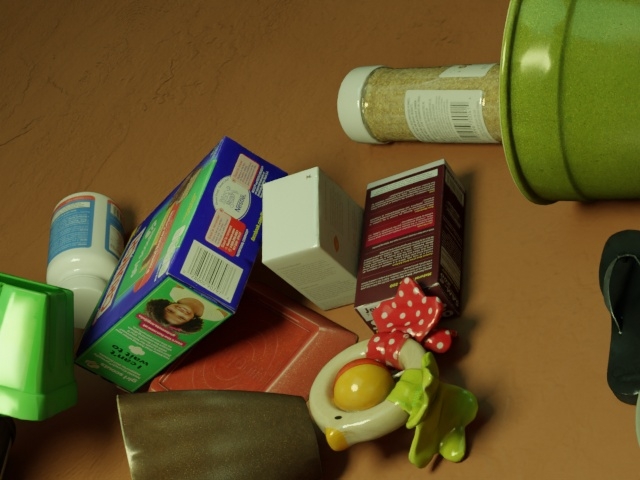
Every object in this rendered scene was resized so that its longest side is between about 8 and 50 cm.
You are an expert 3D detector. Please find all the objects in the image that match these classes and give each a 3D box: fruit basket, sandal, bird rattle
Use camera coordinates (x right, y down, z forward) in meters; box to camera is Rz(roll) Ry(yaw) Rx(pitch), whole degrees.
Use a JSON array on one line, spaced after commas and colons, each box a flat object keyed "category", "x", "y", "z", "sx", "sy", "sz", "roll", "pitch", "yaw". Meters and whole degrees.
[{"category": "fruit basket", "x": -0.536, "y": 0.211, "z": 1.912, "sx": 0.392, "sy": 0.392, "sz": 0.283, "roll": -36, "pitch": -2, "yaw": 2}, {"category": "sandal", "x": 0.380, "y": 0.077, "z": 1.676, "sx": 0.097, "sy": 0.054, "sz": 0.254, "roll": -19, "pitch": 42, "yaw": 23}, {"category": "bird rattle", "x": 0.080, "y": 0.164, "z": 1.742, "sx": 0.207, "sy": 0.143, "sz": 0.253, "roll": -23, "pitch": 41, "yaw": 3}]

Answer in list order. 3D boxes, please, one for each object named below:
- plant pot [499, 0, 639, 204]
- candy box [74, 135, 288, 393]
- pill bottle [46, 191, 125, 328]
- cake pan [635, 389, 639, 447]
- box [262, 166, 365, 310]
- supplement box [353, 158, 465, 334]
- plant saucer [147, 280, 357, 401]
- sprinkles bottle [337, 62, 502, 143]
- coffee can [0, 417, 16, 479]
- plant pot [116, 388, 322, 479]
[{"category": "plant pot", "x": 0.454, "y": -0.206, "z": 1.706, "sx": 0.353, "sy": 0.366, "sz": 0.366, "roll": 8, "pitch": 56, "yaw": 30}, {"category": "candy box", "x": -0.205, "y": 0.040, "z": 2.023, "sx": 0.317, "sy": 0.122, "sz": 0.268, "roll": -41, "pitch": 23, "yaw": 47}, {"category": "pill bottle", "x": -0.382, "y": 0.034, "z": 2.277, "sx": 0.124, "sy": 0.124, "sz": 0.221, "roll": -25, "pitch": 39, "yaw": 16}, {"category": "cake pan", "x": 0.484, "y": 0.179, "z": 1.490, "sx": 0.293, "sy": 0.054, "sz": 0.293, "roll": -22, "pitch": 40, "yaw": 20}, {"category": "box", "x": 0.000, "y": 0.000, "z": 1.947, "sx": 0.091, "sy": 0.170, "sz": 0.130, "roll": -17, "pitch": 56, "yaw": 25}, {"category": "supplement box", "x": 0.126, "y": 0.008, "z": 1.936, "sx": 0.130, "sy": 0.073, "sz": 0.239, "roll": -18, "pitch": 41, "yaw": 26}, {"category": "plant saucer", "x": -0.113, "y": 0.177, "z": 1.979, "sx": 0.259, "sy": 0.047, "sz": 0.258, "roll": -48, "pitch": 39, "yaw": -13}, {"category": "sprinkles bottle", "x": 0.194, "y": -0.200, "z": 2.057, "sx": 0.355, "sy": 0.121, "sz": 0.121, "roll": 4, "pitch": 54, "yaw": 41}, {"category": "coffee can", "x": -0.569, "y": 0.371, "z": 2.021, "sx": 0.202, "sy": 0.201, "sz": 0.275, "roll": -18, "pitch": 42, "yaw": 24}, {"category": "plant pot", "x": -0.121, "y": 0.275, "z": 1.766, "sx": 0.230, "sy": 0.215, "sz": 0.215, "roll": -12, "pitch": 38, "yaw": -8}]
